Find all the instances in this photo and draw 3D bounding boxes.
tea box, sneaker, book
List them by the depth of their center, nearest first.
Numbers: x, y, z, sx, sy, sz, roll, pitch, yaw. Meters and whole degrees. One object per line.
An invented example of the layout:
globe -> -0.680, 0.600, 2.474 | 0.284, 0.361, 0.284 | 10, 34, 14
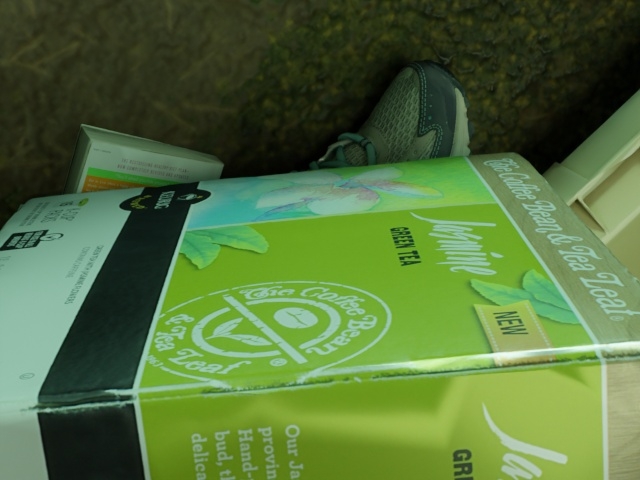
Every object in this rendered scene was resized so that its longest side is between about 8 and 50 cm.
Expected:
tea box -> -0.017, 0.104, 0.577 | 0.324, 0.329, 0.219 | -5, 107, -1
book -> -0.130, 0.004, 0.748 | 0.096, 0.035, 0.144 | 11, 108, -28
sneaker -> 0.000, 0.000, 0.757 | 0.122, 0.110, 0.283 | 23, 101, -25

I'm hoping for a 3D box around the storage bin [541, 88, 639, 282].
storage bin -> 0.273, -0.005, 0.860 | 0.262, 0.123, 0.260 | -43, 120, -1
